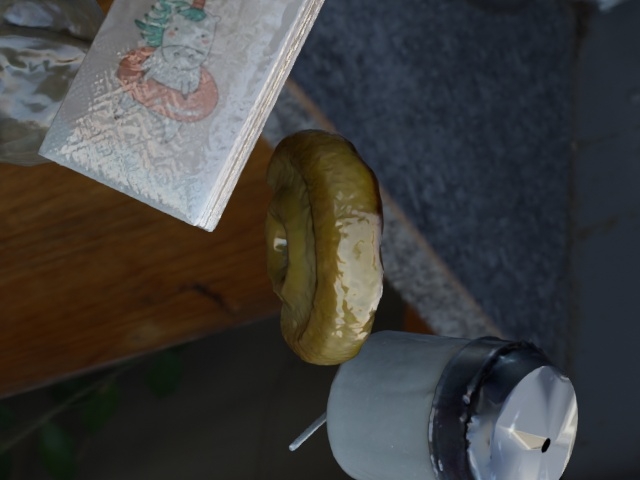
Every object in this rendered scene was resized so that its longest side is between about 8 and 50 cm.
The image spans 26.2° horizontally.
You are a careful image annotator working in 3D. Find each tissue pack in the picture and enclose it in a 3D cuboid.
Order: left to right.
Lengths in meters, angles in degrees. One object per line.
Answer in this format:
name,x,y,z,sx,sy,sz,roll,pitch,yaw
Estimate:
tissue pack,-0.106,-0.186,1.240,0.325,0.170,0.071,-64,169,-4

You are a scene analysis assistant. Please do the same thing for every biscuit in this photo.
biscuit,-0.001,0.000,1.568,0.091,0.213,0.274,0,76,-20

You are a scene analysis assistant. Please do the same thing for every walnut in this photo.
walnut,-0.319,-0.183,1.436,0.224,0.224,0.224,34,47,-47

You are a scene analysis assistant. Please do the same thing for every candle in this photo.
candle,0.144,0.224,1.780,0.221,0.343,0.221,-6,98,-46
